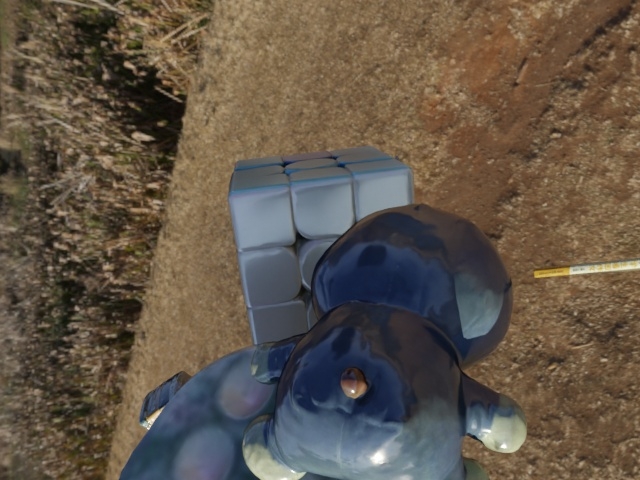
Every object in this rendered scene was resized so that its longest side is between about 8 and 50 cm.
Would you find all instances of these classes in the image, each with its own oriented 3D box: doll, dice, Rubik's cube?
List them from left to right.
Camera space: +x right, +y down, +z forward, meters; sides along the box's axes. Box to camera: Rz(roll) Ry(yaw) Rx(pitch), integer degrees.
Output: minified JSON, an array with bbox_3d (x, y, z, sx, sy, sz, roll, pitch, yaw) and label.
[{"bbox_3d":[-0.031,0.347,0.617,0.330,0.348,0.328,14,58,30],"label":"dice"},{"bbox_3d":[0.000,0.000,0.913,0.291,0.290,0.291,-108,10,-70],"label":"Rubik's cube"},{"bbox_3d":[0.059,0.081,0.424,0.228,0.258,0.154,8,132,22],"label":"doll"}]

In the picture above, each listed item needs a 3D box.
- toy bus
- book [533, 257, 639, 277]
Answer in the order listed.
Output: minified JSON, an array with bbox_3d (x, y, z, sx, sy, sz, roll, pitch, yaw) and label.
[{"bbox_3d":[-0.212,0.315,0.869,0.103,0.182,0.091,-43,20,7],"label":"toy bus"},{"bbox_3d":[0.483,0.031,0.706,0.295,0.208,0.020,151,116,-76],"label":"book"}]
